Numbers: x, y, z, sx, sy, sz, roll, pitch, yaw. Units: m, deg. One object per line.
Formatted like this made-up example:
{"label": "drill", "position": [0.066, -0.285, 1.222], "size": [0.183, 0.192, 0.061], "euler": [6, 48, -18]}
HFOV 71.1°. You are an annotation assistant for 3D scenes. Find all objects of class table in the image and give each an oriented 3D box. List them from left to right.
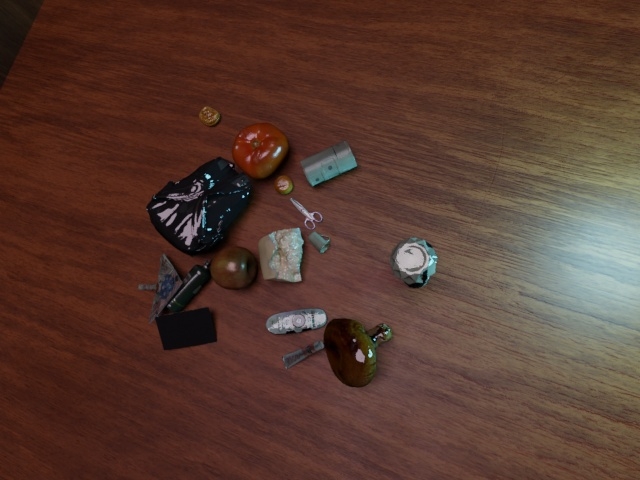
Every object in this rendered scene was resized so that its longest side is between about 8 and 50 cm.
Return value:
{"label": "table", "position": [0.035, -0.335, 1.948], "size": [0.220, 0.126, 0.126], "euler": [-24, 73, 5]}

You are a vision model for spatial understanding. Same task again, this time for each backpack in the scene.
{"label": "backpack", "position": [-0.518, -0.164, 1.968], "size": [0.363, 0.255, 0.446], "euler": [39, 76, 11]}

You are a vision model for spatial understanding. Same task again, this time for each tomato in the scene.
{"label": "tomato", "position": [-0.266, -0.402, 2.005], "size": [0.259, 0.180, 0.260], "euler": [-4, 73, 11]}

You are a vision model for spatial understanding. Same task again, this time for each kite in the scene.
{"label": "kite", "position": [-0.721, 0.207, 1.994], "size": [0.314, 0.011, 0.335], "euler": [-9, 64, 33]}

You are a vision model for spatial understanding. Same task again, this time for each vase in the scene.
{"label": "vase", "position": [0.347, 0.098, 1.649], "size": [0.165, 0.360, 0.165], "euler": [-3, 77, 13]}

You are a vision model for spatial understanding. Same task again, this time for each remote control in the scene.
{"label": "remote control", "position": [-0.101, 0.338, 1.864], "size": [0.256, 0.045, 0.097], "euler": [-7, 77, 8]}

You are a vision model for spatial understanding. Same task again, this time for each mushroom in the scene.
{"label": "mushroom", "position": [0.135, 0.434, 1.713], "size": [0.254, 0.267, 0.267], "euler": [16, 80, -11]}

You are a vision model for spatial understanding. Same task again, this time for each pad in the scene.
{"label": "pad", "position": [-0.582, 0.383, 1.936], "size": [0.243, 0.004, 0.164], "euler": [-10, 100, 4]}

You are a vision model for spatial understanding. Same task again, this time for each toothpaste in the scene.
{"label": "toothpaste", "position": [-0.074, 0.458, 1.808], "size": [0.205, 0.036, 0.056], "euler": [-33, 67, 27]}

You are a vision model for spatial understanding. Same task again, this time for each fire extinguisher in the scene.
{"label": "fire extinguisher", "position": [-0.566, 0.183, 1.982], "size": [0.093, 0.118, 0.294], "euler": [42, 90, -13]}

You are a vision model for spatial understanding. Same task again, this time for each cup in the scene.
{"label": "cup", "position": [-0.002, -0.001, 1.915], "size": [0.075, 0.054, 0.083], "euler": [-46, 69, 0]}

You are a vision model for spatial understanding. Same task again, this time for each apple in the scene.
{"label": "apple", "position": [-0.370, 0.118, 1.904], "size": [0.173, 0.188, 0.188], "euler": [-2, 77, 18]}

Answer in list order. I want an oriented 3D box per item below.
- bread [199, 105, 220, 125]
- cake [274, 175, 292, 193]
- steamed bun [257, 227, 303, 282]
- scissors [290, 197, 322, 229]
{"label": "bread", "position": [-0.544, -0.606, 2.190], "size": [0.110, 0.044, 0.083], "euler": [31, 89, 19]}
{"label": "cake", "position": [-0.167, -0.250, 2.018], "size": [0.084, 0.044, 0.084], "euler": [-2, 78, 11]}
{"label": "steamed bun", "position": [-0.162, 0.069, 1.876], "size": [0.200, 0.170, 0.226], "euler": [-13, 76, 5]}
{"label": "scissors", "position": [-0.072, -0.128, 1.977], "size": [0.085, 0.022, 0.176], "euler": [-46, 75, 3]}
